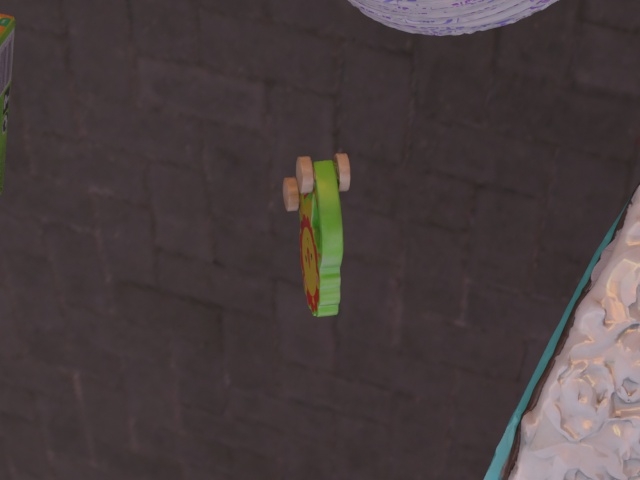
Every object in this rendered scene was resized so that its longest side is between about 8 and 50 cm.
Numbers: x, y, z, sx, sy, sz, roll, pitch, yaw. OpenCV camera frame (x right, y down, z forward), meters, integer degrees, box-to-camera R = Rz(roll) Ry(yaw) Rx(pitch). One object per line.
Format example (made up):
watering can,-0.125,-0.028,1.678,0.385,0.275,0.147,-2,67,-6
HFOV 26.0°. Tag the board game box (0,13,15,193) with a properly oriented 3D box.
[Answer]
board game box,-0.218,-0.027,0.767,0.039,0.259,0.124,9,118,-4

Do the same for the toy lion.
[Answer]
toy lion,0.000,0.000,0.891,0.034,0.096,0.100,-5,171,-10

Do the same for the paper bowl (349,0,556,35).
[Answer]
paper bowl,0.113,-0.288,1.043,0.284,0.284,0.148,-2,160,27

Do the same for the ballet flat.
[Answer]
ballet flat,0.199,-0.007,0.597,0.147,0.409,0.147,26,169,5
